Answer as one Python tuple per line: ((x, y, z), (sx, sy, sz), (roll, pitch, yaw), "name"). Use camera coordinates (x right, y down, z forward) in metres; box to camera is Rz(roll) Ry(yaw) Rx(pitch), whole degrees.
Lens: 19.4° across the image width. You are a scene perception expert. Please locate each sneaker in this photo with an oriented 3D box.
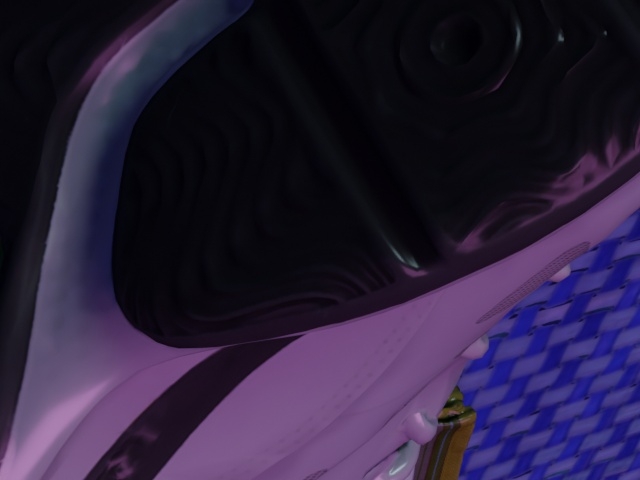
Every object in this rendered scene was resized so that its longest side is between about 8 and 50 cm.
((-0.001, -0.001, 0.569), (0.447, 0.169, 0.257), (-38, 156, 15), "sneaker")

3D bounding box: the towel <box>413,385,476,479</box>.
((-0.041, 0.138, 0.786), (0.237, 0.021, 0.102), (-22, 142, -23), "towel")
